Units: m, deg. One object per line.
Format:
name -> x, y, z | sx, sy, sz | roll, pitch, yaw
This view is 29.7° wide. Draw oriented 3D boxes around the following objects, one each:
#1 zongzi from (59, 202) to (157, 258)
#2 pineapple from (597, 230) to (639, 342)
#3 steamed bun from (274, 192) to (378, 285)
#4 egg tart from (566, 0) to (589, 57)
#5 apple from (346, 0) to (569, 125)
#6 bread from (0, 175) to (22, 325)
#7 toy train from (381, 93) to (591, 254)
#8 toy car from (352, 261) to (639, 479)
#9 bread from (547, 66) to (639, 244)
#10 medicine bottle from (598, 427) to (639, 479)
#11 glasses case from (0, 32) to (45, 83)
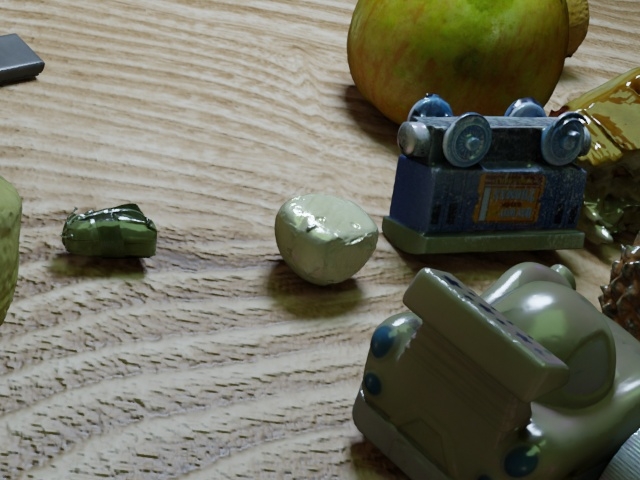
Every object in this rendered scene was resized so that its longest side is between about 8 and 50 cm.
zongzi -> -0.251, -0.018, 1.385 | 0.109, 0.055, 0.119 | 2, 22, -22
pineapple -> 0.425, 0.056, 1.469 | 0.166, 0.193, 0.166 | 12, 27, -6
steamed bun -> 0.000, 0.000, 1.439 | 0.112, 0.091, 0.130 | 42, 35, 26
egg tart -> 0.377, -0.401, 2.217 | 0.202, 0.202, 0.147 | 33, 47, 24
apple -> 0.213, -0.317, 1.865 | 0.339, 0.339, 0.339 | 13, 31, -8
bread -> -0.436, 0.010, 1.072 | 0.320, 0.237, 0.320 | 22, 16, -7
toy train -> 0.224, -0.083, 1.591 | 0.300, 0.202, 0.131 | -2, 19, -29
toy car -> 0.219, 0.124, 1.219 | 0.336, 0.226, 0.242 | -16, 44, -42
bread -> 0.516, -0.105, 1.764 | 0.370, 0.191, 0.314 | -32, 69, -17
medicine bottle -> 0.379, 0.279, 1.132 | 0.139, 0.139, 0.225 | -14, 43, -42
glasses case -> -0.468, -0.234, 1.629 | 0.072, 0.042, 0.190 | 40, 36, 21
